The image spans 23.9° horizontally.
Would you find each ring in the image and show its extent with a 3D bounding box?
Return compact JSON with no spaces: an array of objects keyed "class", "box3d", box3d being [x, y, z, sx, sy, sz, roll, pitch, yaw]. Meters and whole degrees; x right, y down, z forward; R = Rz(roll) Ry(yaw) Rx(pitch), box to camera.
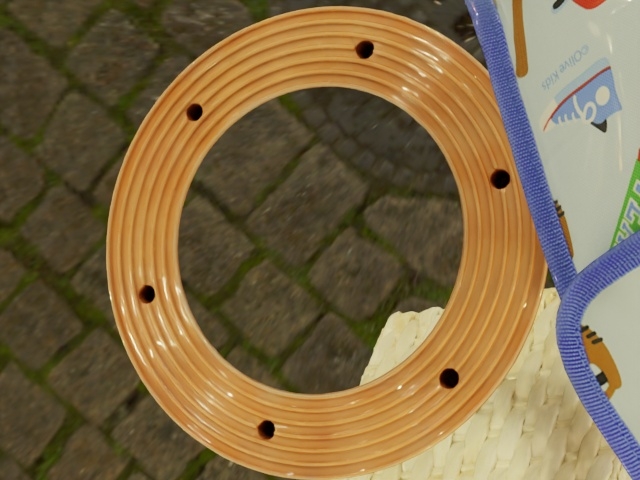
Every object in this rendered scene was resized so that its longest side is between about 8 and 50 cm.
[{"class":"ring","box3d":[0.000,0.000,1.071,0.336,0.032,0.336,-3,83,22]}]

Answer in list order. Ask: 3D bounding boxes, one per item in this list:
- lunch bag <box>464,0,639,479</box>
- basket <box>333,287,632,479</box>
[{"class":"lunch bag","box3d":[0.281,-0.041,0.758,0.328,0.239,0.385,-33,57,36]},{"class":"basket","box3d":[0.188,0.242,1.313,0.328,0.331,0.266,-12,127,36]}]
